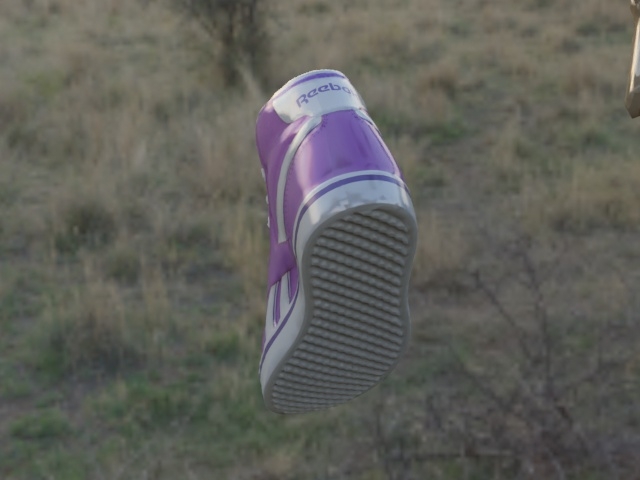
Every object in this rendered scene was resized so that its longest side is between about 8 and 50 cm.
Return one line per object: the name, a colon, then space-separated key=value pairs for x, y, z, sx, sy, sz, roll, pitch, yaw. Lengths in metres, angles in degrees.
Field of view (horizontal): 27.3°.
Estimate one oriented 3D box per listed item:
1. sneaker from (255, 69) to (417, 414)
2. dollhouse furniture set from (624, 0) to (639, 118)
sneaker: x=0.001 y=0.000 z=0.932 sx=0.102 sy=0.282 sz=0.161 roll=-7 pitch=54 yaw=-18
dollhouse furniture set: x=0.242 y=-0.244 z=0.390 sx=0.394 sy=0.362 sz=0.256 roll=-12 pitch=41 yaw=30
